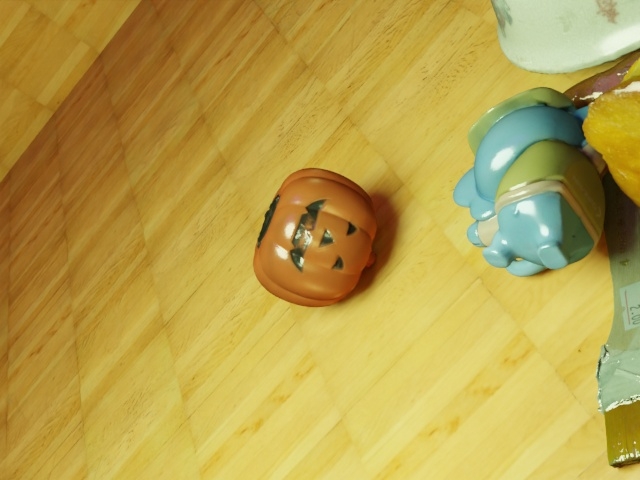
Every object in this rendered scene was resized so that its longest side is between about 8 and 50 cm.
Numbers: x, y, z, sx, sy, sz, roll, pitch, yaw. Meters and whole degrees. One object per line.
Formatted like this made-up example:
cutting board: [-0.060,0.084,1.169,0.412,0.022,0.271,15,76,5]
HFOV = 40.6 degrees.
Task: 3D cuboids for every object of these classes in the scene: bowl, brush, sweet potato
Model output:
bowl: [0.336,-0.431,1.043,0.435,0.196,0.435,-37,30,26]
brush: [0.305,0.055,0.853,0.085,0.020,0.336,-26,43,39]
sweet potato: [0.340,-0.175,0.983,0.202,0.055,0.058,-26,86,33]

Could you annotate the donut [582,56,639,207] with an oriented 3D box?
donut: [0.348,-0.072,0.716,0.253,0.253,0.118,2,55,53]

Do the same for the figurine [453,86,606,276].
figurine: [0.225,-0.057,0.935,0.180,0.154,0.262,-56,7,50]

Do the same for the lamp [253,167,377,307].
lamp: [0.000,0.000,1.178,0.187,0.164,0.187,-160,90,-78]
